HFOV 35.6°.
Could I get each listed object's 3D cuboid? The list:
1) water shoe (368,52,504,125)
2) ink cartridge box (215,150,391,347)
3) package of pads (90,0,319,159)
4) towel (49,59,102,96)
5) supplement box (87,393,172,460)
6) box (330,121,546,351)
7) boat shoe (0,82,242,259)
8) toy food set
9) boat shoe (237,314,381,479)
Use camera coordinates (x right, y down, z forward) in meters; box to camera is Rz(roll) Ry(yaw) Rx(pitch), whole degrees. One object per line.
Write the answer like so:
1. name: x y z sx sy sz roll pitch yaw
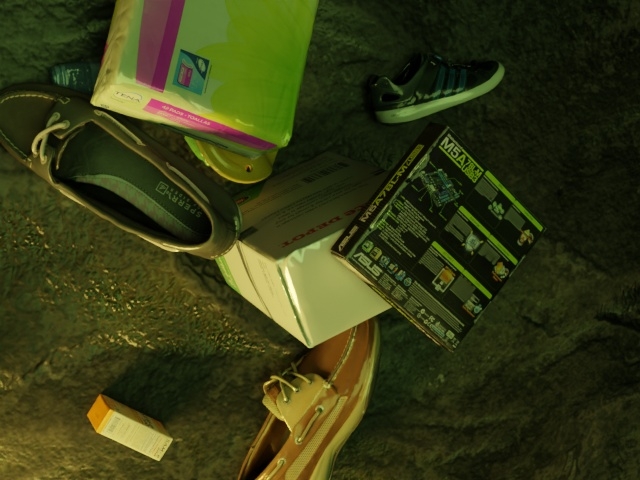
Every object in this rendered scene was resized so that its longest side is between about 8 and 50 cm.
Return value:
1. water shoe: 0.163 -0.224 1.368 0.203 0.073 0.080 -24 109 -17
2. ink cartridge box: 0.000 0.000 1.229 0.211 0.289 0.121 -26 112 -16
3. package of pads: -0.118 -0.263 1.166 0.229 0.101 0.296 18 73 -27
4. towel: -0.266 -0.185 1.210 0.119 0.029 0.067 -8 106 -21
5. supplement box: -0.250 0.244 1.306 0.098 0.062 0.036 33 87 -28
6. box: 0.134 -0.001 1.105 0.191 0.045 0.184 40 82 -27
7. boat shoe: -0.239 -0.086 1.128 0.335 0.095 0.112 30 97 4
8. toy food set: -0.133 -0.169 1.247 0.128 0.071 0.218 -26 95 -37
9. boat shoe: -0.018 0.230 1.375 0.120 0.122 0.324 20 93 -24
